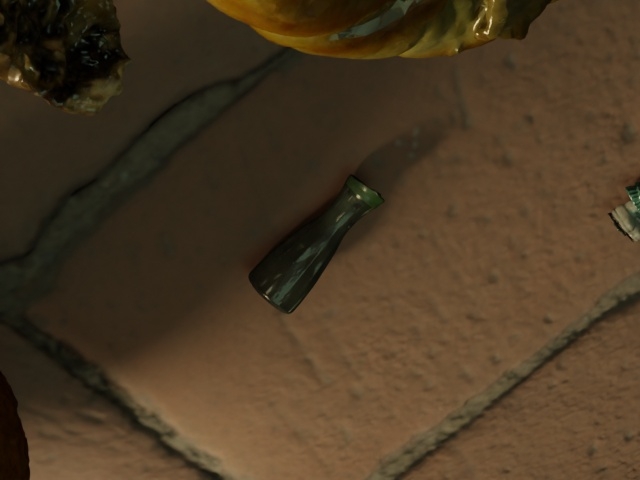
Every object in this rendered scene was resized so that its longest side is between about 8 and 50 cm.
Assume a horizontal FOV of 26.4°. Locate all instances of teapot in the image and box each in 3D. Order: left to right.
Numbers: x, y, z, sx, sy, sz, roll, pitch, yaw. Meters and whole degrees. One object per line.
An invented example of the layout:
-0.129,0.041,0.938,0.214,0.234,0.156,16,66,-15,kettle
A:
0.000,0.000,0.964,0.110,0.043,0.043,-46,131,10,teapot

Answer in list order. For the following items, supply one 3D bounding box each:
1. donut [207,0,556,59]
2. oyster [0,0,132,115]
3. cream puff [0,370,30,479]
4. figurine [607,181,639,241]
0.040,-0.263,0.692,0.360,0.170,0.360,-17,132,-20,donut
-0.207,-0.166,0.713,0.223,0.083,0.214,-5,125,-14,oyster
-0.322,0.149,0.807,0.303,0.212,0.303,-33,165,-10,cream puff
0.275,-0.040,1.055,0.106,0.047,0.060,-41,116,15,figurine
